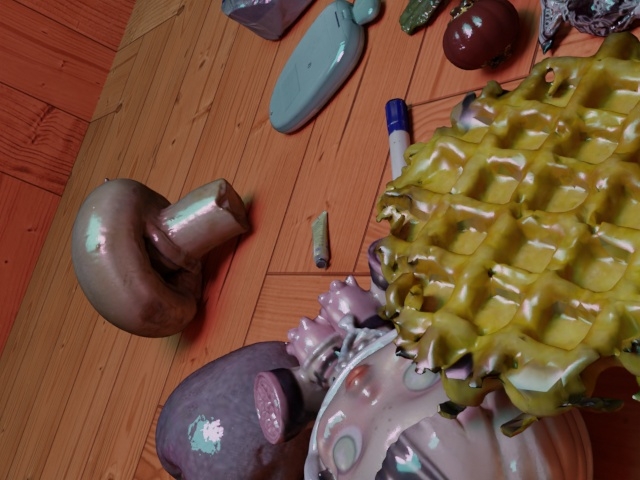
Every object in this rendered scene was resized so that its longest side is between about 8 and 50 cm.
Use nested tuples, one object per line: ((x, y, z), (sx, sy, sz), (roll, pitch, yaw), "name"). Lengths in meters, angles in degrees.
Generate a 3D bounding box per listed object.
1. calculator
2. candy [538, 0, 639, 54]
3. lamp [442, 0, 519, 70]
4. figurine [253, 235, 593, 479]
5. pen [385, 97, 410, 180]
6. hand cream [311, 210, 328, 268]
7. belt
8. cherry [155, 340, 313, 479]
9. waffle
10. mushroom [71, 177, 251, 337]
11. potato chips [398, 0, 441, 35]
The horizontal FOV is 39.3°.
((0.000, -0.304, 1.509), (0.295, 0.042, 0.184), (-48, 34, 31), "calculator")
((0.301, -0.242, 0.952), (0.226, 0.051, 0.094), (28, 96, 61), "candy")
((0.195, -0.252, 1.096), (0.101, 0.090, 0.101), (-39, 0, 0), "lamp")
((0.101, 0.163, 0.819), (0.253, 0.211, 0.361), (-61, 27, 13), "figurine")
((0.109, -0.083, 1.174), (0.033, 0.033, 0.269), (-40, 38, 38), "pen")
((0.000, 0.000, 1.310), (0.035, 0.022, 0.102), (-47, 29, 32), "hand cream")
((-0.051, -0.551, 1.706), (0.347, 0.117, 0.212), (-50, 31, 24), "belt")
((-0.103, 0.244, 1.128), (0.213, 0.183, 0.266), (22, 75, 47), "cherry")
((0.221, -0.024, 0.737), (0.379, 0.095, 0.382), (-20, 38, 13), "waffle")
((-0.262, 0.014, 1.539), (0.290, 0.292, 0.293), (-20, 45, 15), "mushroom")
((0.179, -0.376, 1.282), (0.207, 0.028, 0.092), (-46, 35, 35), "potato chips")
